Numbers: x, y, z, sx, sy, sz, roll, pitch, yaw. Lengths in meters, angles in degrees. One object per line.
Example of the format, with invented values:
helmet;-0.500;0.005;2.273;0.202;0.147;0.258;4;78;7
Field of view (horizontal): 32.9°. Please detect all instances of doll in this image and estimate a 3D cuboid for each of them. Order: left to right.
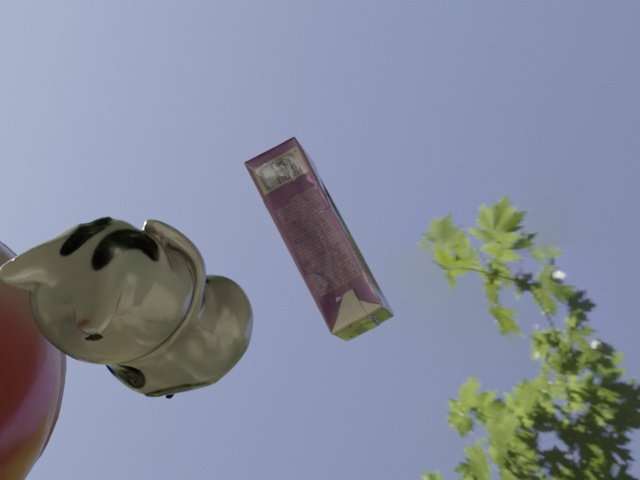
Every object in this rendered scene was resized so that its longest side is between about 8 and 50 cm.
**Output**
doll;-0.123;0.045;0.744;0.110;0.181;0.107;18;-105;28

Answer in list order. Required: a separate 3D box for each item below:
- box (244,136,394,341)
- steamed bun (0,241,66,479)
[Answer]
box;0.000;0.000;0.636;0.036;0.050;0.117;-30;-103;5
steamed bun;-0.345;0.123;0.898;0.309;0.309;0.309;0;-90;-10
